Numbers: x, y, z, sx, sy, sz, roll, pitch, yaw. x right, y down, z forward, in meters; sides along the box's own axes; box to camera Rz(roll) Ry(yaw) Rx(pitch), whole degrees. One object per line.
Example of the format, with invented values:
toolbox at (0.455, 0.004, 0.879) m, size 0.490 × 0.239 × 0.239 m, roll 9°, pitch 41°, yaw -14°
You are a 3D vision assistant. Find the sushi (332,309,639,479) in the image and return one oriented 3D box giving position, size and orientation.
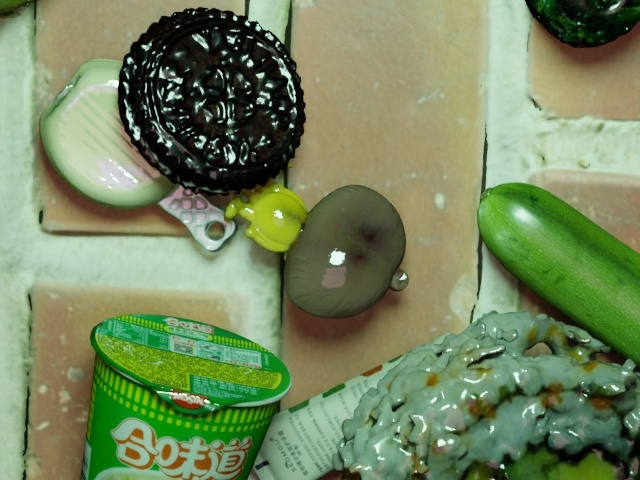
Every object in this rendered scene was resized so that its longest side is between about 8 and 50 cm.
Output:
sushi at (0.196, 0.271, 1.898) m, size 0.417 × 0.176 × 0.418 m, roll -2°, pitch 94°, yaw -21°

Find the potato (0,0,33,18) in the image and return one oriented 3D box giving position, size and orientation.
potato at (-0.278, -0.330, 1.873) m, size 0.149 × 0.113 × 0.251 m, roll 30°, pitch 89°, yaw 1°

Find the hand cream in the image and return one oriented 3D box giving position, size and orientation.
hand cream at (0.051, 0.170, 1.999) m, size 0.276 × 0.059 × 0.095 m, roll -29°, pitch 102°, yaw 7°

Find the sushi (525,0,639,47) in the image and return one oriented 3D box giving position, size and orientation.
sushi at (0.286, -0.292, 1.887) m, size 0.124 × 0.127 × 0.225 m, roll 32°, pitch 99°, yaw -7°

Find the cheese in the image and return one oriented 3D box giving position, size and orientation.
cheese at (-0.172, -0.076, 1.941) m, size 0.227 × 0.064 × 0.137 m, roll 43°, pitch 98°, yaw -8°

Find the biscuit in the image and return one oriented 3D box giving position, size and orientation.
biscuit at (-0.104, -0.135, 1.900) m, size 0.194 × 0.053 × 0.195 m, roll 7°, pitch 74°, yaw -26°

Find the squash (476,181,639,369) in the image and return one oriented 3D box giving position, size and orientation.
squash at (0.312, 0.065, 1.964) m, size 0.378 × 0.101 × 0.101 m, roll 32°, pitch 97°, yaw -9°

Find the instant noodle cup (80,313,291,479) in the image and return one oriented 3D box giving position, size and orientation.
instant noodle cup at (-0.155, 0.218, 1.934) m, size 0.207 × 0.207 × 0.233 m, roll 15°, pitch 106°, yaw -4°

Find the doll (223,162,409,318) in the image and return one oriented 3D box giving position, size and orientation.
doll at (0.003, -0.007, 1.948) m, size 0.145 × 0.096 × 0.188 m, roll -38°, pitch 80°, yaw -26°
